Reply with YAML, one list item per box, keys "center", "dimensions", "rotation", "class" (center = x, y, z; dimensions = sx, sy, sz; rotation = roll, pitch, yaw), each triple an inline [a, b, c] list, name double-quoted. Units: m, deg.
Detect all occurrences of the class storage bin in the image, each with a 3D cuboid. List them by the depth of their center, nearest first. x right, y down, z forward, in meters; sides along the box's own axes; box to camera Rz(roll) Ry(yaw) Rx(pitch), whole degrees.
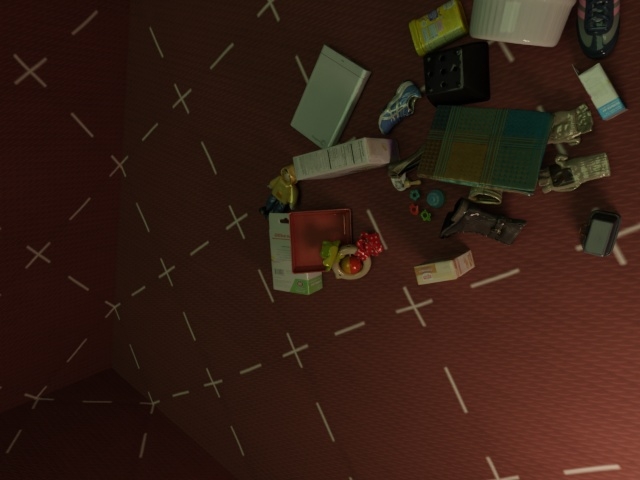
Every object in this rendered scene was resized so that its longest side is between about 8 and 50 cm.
- center: [0.822, -0.018, 1.406]
  dimensions: [0.098, 0.091, 0.135]
  rotation: [18, 110, 33]
  class: "storage bin"

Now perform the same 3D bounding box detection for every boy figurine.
- center: [-0.164, -0.212, 2.097]
  dimensions: [0.177, 0.092, 0.285]
  rotation: [49, 127, 21]
  class: "boy figurine"

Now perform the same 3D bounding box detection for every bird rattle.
- center: [0.128, 0.066, 1.917]
  dimensions: [0.254, 0.143, 0.206]
  rotation: [-11, 125, -1]
  class: "bird rattle"

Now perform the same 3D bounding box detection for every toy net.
- center: [0.345, -0.178, 1.756]
  dimensions: [0.232, 0.045, 0.122]
  rotation: [41, 123, 24]
  class: "toy net"

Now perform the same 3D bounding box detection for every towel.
- center: [0.512, -0.294, 1.492]
  dimensions: [0.370, 0.040, 0.271]
  rotation: [14, 81, 31]
  class: "towel"

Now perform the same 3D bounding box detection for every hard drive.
- center: [0.032, -0.564, 1.898]
  dimensions: [0.233, 0.047, 0.353]
  rotation: [41, 122, 23]
  class: "hard drive"

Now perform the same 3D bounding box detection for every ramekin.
- center: [0.564, -0.637, 1.352]
  dimensions: [0.277, 0.277, 0.135]
  rotation: [23, 120, 31]
  class: "ramekin"

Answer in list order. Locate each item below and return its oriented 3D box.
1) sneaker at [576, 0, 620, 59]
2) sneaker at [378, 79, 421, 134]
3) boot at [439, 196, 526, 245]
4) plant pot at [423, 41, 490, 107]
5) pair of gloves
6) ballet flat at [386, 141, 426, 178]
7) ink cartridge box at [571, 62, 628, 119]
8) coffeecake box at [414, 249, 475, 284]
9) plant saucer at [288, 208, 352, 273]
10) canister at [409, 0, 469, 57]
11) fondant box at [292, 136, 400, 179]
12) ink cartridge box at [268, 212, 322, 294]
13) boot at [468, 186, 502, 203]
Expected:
- center: [0.752, -0.663, 1.287]
  dimensions: [0.112, 0.131, 0.318]
  rotation: [2, 102, 36]
  class: "sneaker"
- center: [0.283, -0.470, 1.712]
  dimensions: [0.081, 0.080, 0.211]
  rotation: [46, 124, 23]
  class: "sneaker"
- center: [0.538, -0.034, 1.595]
  dimensions: [0.229, 0.091, 0.263]
  rotation: [22, 159, 4]
  class: "boot"
- center: [0.428, -0.538, 1.535]
  dimensions: [0.188, 0.167, 0.188]
  rotation: [1, 102, 37]
  class: "plant pot"
- center: [0.743, -0.271, 1.439]
  dimensions: [0.204, 0.042, 0.240]
  rotation: [-23, 81, 43]
  class: "pair of gloves"
- center: [0.347, -0.287, 1.680]
  dimensions: [0.250, 0.084, 0.058]
  rotation: [-26, 57, 24]
  class: "ballet flat"
- center: [0.786, -0.431, 1.331]
  dimensions: [0.062, 0.104, 0.181]
  rotation: [-31, 82, 37]
  class: "ink cartridge box"
- center: [0.435, 0.092, 1.657]
  dimensions: [0.142, 0.186, 0.068]
  rotation: [-14, 92, 38]
  class: "coffeecake box"
- center: [0.000, 0.000, 1.965]
  dimensions: [0.048, 0.259, 0.258]
  rotation: [-132, 39, -75]
  class: "plant saucer"
- center: [0.396, -0.708, 1.580]
  dimensions: [0.170, 0.073, 0.126]
  rotation: [-16, 89, 36]
  class: "canister"
- center: [0.098, -0.304, 1.786]
  dimensions: [0.331, 0.238, 0.096]
  rotation: [-6, 94, 37]
  class: "fondant box"
- center: [-0.110, 0.046, 2.093]
  dimensions: [0.207, 0.119, 0.353]
  rotation: [5, 104, 35]
  class: "ink cartridge box"
- center: [0.499, -0.212, 1.539]
  dimensions: [0.213, 0.077, 0.165]
  rotation: [18, 73, 12]
  class: "boot"
